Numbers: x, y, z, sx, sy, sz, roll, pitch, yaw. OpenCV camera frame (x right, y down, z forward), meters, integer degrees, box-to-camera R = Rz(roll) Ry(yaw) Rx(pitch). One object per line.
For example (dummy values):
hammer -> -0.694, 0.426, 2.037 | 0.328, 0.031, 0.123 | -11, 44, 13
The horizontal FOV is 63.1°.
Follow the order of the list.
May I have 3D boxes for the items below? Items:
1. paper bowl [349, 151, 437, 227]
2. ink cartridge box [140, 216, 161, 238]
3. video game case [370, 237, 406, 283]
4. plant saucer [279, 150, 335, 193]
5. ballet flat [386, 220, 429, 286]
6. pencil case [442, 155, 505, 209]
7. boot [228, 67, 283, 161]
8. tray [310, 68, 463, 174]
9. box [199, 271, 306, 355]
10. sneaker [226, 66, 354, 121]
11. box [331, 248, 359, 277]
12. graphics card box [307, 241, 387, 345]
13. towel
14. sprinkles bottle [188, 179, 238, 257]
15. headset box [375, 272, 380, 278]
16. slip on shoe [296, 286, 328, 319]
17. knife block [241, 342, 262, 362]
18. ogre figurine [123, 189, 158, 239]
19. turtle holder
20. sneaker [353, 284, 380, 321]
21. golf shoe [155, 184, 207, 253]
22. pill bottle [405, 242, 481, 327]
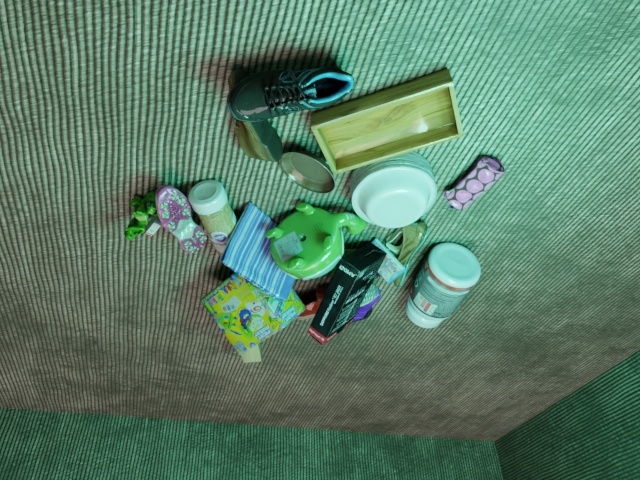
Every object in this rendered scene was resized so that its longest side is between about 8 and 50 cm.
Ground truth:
paper bowl -> 0.243, -0.151, 1.727 | 0.284, 0.148, 0.284 | -3, 140, -2
ink cartridge box -> -0.602, -0.051, 1.865 | 0.029, 0.063, 0.115 | 27, 133, -28
video game case -> 0.241, 0.081, 2.022 | 0.166, 0.015, 0.119 | 47, 139, 5
plant saucer -> -0.036, -0.224, 1.656 | 0.198, 0.036, 0.198 | 23, 157, 11
ballet flat -> 0.307, 0.044, 2.011 | 0.124, 0.116, 0.342 | 20, 139, 4
pencil case -> 0.508, -0.193, 1.738 | 0.098, 0.095, 0.209 | 30, 131, -12
boot -> -0.215, -0.349, 1.501 | 0.115, 0.112, 0.305 | 5, 141, 24
tray -> 0.197, -0.344, 1.546 | 0.411, 0.076, 0.203 | -15, 139, 14
box -> -0.268, 0.252, 2.061 | 0.290, 0.177, 0.279 | -35, 89, 34
sneaker -> -0.077, -0.393, 1.358 | 0.340, 0.139, 0.125 | -17, 109, -9
box -> 0.102, 0.088, 2.093 | 0.105, 0.043, 0.179 | 2, 143, -5
graphics card box -> 0.100, 0.201, 1.987 | 0.094, 0.233, 0.371 | 36, 123, 19
towel -> -0.191, 0.050, 1.888 | 0.040, 0.243, 0.336 | 4, 153, 44
sprinkles bottle -> -0.346, -0.051, 1.835 | 0.121, 0.121, 0.355 | -8, 141, 6
headset box -> 0.215, 0.122, 2.146 | 0.083, 0.032, 0.062 | 20, 136, -28
slip on shoe -> 0.021, 0.247, 2.230 | 0.331, 0.123, 0.101 | -19, 120, 17
knife block -> -0.327, 0.404, 2.308 | 0.088, 0.276, 0.242 | -5, 170, 3
ogre figurine -> -0.603, -0.092, 1.773 | 0.097, 0.118, 0.197 | 14, 137, -13
turtle holder -> -0.018, -0.004, 1.859 | 0.243, 0.320, 0.227 | 29, 170, 29
sneaker -> 0.185, 0.283, 2.299 | 0.146, 0.102, 0.293 | 21, 140, -32
golf shoe -> -0.496, -0.083, 1.773 | 0.115, 0.140, 0.306 | -37, 144, -19
pill bottle -> 0.480, 0.193, 2.109 | 0.210, 0.210, 0.363 | 6, 140, -10
